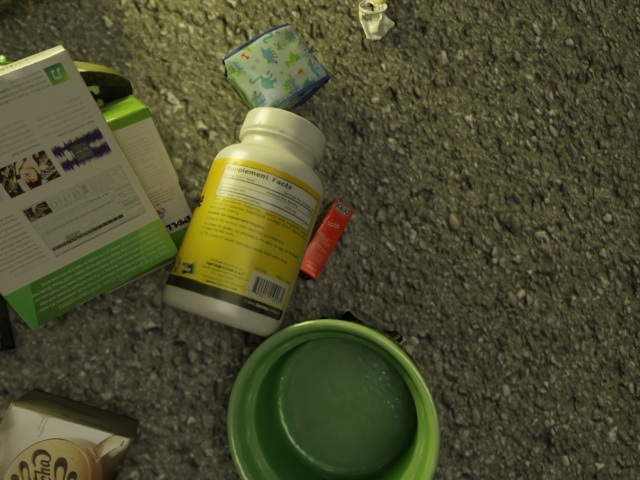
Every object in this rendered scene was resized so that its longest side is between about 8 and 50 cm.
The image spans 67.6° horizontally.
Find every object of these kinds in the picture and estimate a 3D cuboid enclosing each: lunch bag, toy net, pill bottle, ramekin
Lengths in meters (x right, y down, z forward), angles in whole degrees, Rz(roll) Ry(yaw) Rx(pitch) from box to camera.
[{"bbox_3d":[-0.078,-0.298,0.855,0.151,0.096,0.129,-38,94,-7],"label":"lunch bag"},{"bbox_3d":[0.113,-0.522,0.966,0.122,0.045,0.232,13,79,-14],"label":"toy net"},{"bbox_3d":[-0.105,-0.030,0.764,0.187,0.188,0.334,21,77,-12],"label":"pill bottle"},{"bbox_3d":[0.026,0.264,0.729,0.303,0.148,0.303,0,88,13],"label":"ramekin"}]

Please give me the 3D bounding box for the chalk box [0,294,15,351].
[{"bbox_3d":[-0.533,0.069,0.658,0.132,0.132,0.213,-15,86,-17],"label":"chalk box"}]

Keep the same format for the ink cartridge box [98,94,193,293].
[{"bbox_3d":[-0.321,-0.069,0.760,0.188,0.097,0.255,-28,127,-18],"label":"ink cartridge box"}]

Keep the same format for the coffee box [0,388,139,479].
[{"bbox_3d":[-0.395,0.384,0.661,0.168,0.119,0.297,23,77,-13],"label":"coffee box"}]

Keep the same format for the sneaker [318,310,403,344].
[{"bbox_3d":[0.067,0.163,0.851,0.170,0.063,0.075,1,89,-11],"label":"sneaker"}]

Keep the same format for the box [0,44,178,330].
[{"bbox_3d":[-0.366,-0.057,0.639,0.232,0.058,0.322,-29,126,-17],"label":"box"}]

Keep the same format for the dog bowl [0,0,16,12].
[{"bbox_3d":[-0.609,-0.494,0.727,0.348,0.102,0.349,2,83,-16],"label":"dog bowl"}]

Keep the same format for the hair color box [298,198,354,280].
[{"bbox_3d":[0.000,0.000,0.850,0.043,0.072,0.141,32,76,-11],"label":"hair color box"}]

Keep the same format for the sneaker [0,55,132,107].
[{"bbox_3d":[-0.501,-0.236,0.710,0.410,0.158,0.182,-13,64,-26],"label":"sneaker"}]
